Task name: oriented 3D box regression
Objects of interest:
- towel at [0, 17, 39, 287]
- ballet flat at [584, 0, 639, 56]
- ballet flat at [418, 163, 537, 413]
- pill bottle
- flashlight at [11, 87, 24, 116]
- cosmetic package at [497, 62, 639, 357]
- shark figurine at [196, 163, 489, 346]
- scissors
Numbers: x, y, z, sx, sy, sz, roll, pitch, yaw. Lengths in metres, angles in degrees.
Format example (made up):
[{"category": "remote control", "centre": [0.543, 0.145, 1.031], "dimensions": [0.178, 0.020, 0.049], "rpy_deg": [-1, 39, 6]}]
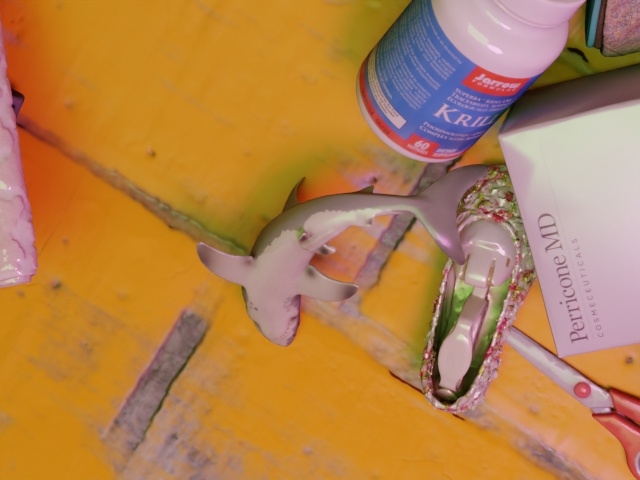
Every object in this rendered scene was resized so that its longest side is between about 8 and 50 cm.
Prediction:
[{"category": "towel", "centre": [-0.412, -0.098, 1.520], "dimensions": [0.317, 0.053, 0.332], "rpy_deg": [-13, 85, 29]}, {"category": "ballet flat", "centre": [0.270, -0.259, 1.294], "dimensions": [0.106, 0.316, 0.107], "rpy_deg": [4, 63, 8]}, {"category": "ballet flat", "centre": [0.145, 0.052, 1.490], "dimensions": [0.091, 0.077, 0.241], "rpy_deg": [14, 105, 15]}, {"category": "pill bottle", "centre": [0.129, -0.169, 1.363], "dimensions": [0.124, 0.124, 0.221], "rpy_deg": [41, 142, -1]}, {"category": "flashlight", "centre": [-0.400, -0.029, 1.593], "dimensions": [0.103, 0.103, 0.304], "rpy_deg": [37, 112, 30]}, {"category": "cosmetic package", "centre": [0.362, -0.055, 1.371], "dimensions": [0.385, 0.156, 0.217], "rpy_deg": [-15, 104, 16]}, {"category": "shark figurine", "centre": [0.004, -0.019, 1.495], "dimensions": [0.166, 0.116, 0.278], "rpy_deg": [37, 130, -27]}, {"category": "scissors", "centre": [0.256, 0.158, 1.531], "dimensions": [0.297, 0.021, 0.109], "rpy_deg": [22, 109, 6]}]
